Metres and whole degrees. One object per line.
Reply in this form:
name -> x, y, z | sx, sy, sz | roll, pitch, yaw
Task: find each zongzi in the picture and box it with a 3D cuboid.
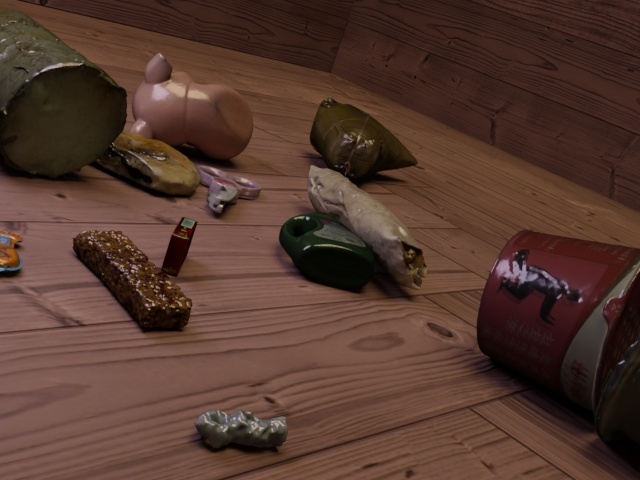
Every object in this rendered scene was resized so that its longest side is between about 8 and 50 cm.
zongzi -> 0.134, -0.191, 1.965 | 0.300, 0.145, 0.274 | 21, 19, -20

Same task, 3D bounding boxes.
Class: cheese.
cheese -> -0.344, 0.011, 0.937 | 0.047, 0.017, 0.111 | 17, 16, -21

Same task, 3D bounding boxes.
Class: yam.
yam -> -0.436, -0.221, 1.284 | 0.195, 0.195, 0.300 | 4, 23, -44

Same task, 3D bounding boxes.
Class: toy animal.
toy animal -> -0.239, -0.231, 1.628 | 0.250, 0.166, 0.154 | 10, -10, -39

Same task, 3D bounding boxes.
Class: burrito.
burrito -> 0.066, -0.028, 1.413 | 0.076, 0.117, 0.392 | -29, 29, -10

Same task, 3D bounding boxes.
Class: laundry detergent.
laundry detergent -> 0.000, 0.000, 1.300 | 0.137, 0.063, 0.211 | 12, 18, -17

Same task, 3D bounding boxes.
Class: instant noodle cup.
instant noodle cup -> 0.322, 0.094, 1.114 | 0.179, 0.234, 0.235 | 20, 14, 33

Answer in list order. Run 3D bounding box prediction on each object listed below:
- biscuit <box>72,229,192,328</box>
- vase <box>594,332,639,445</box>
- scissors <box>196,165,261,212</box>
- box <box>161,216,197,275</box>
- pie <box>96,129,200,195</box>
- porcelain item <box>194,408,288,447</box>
biscuit -> -0.212, 0.039, 0.969 | 0.064, 0.034, 0.199 | 7, 21, -42
vase -> 0.484, 0.203, 0.930 | 0.245, 0.245, 0.291 | 2, 28, -47
scissors -> -0.158, -0.083, 1.439 | 0.118, 0.030, 0.242 | 18, 12, -7
box -> -0.177, 0.006, 1.087 | 0.023, 0.051, 0.082 | 17, 16, -5
pie -> -0.291, -0.135, 1.421 | 0.218, 0.052, 0.185 | 27, 12, 17
porcelain item -> -0.070, 0.162, 0.747 | 0.083, 0.028, 0.036 | 10, 21, -28
